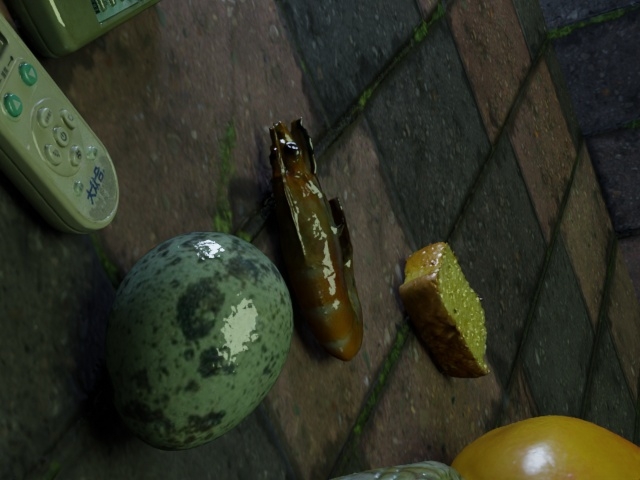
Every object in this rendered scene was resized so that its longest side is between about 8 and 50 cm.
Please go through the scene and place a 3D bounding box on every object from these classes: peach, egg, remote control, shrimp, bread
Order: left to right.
[{"bbox_3d":[-0.209,-0.089,0.804,0.221,0.042,0.078,55,32,-37],"label":"remote control"},{"bbox_3d":[-0.176,-0.219,0.954,0.098,0.038,0.233,68,24,-17],"label":"remote control"},{"bbox_3d":[-0.090,0.072,0.862,0.132,0.132,0.172,56,40,-36],"label":"egg"},{"bbox_3d":[0.000,0.000,1.193,0.150,0.068,0.248,-63,140,-73],"label":"shrimp"},{"bbox_3d":[0.156,0.089,1.476,0.187,0.065,0.103,52,31,-40],"label":"bread"},{"bbox_3d":[0.263,0.327,1.320,0.308,0.289,0.288,-12,87,-60],"label":"peach"}]

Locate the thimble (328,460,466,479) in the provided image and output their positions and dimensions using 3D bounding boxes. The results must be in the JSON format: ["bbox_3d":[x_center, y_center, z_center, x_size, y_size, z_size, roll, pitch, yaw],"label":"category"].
[{"bbox_3d":[0.050,0.272,1.037,0.190,0.144,0.137,-16,92,-66],"label":"thimble"}]
